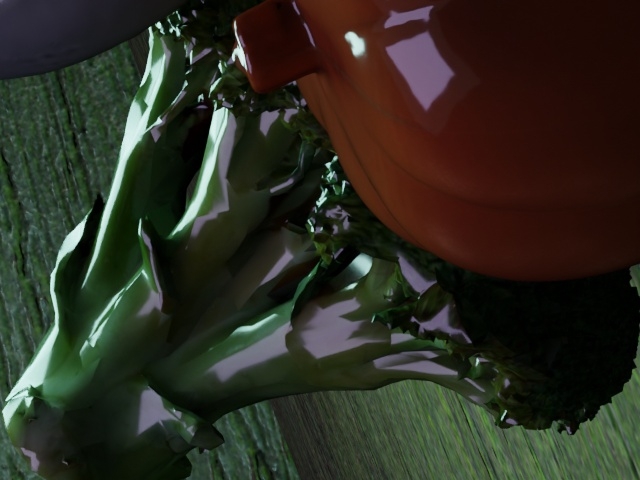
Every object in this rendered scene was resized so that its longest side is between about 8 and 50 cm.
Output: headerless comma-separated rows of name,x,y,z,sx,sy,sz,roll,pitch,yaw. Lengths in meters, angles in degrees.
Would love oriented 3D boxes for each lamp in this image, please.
lamp,0.051,-0.079,0.514,0.188,0.163,0.188,62,169,21

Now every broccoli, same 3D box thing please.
broccoli,0.000,0.000,0.710,0.254,0.269,0.269,42,-178,-23

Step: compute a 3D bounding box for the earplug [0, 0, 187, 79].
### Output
earplug,-0.074,-0.208,0.613,0.214,0.175,0.326,43,119,47
